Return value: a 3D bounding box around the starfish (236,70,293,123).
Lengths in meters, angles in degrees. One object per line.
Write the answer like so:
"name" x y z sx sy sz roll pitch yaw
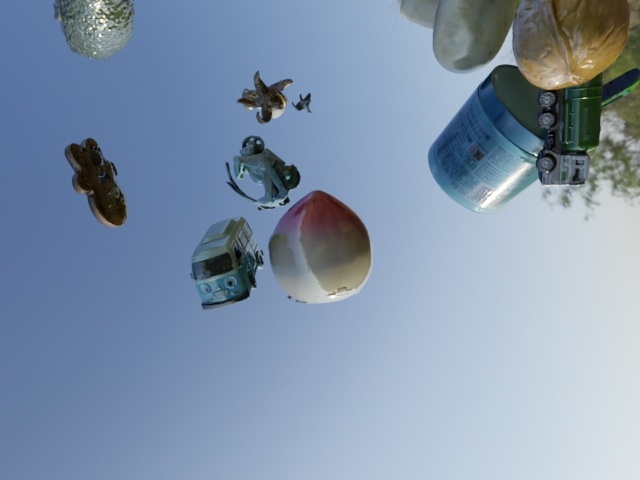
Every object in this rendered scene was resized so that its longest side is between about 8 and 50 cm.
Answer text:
"starfish" -0.176 -0.484 1.726 0.146 0.189 0.074 47 -162 -16

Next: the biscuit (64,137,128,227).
"biscuit" -0.560 -0.144 1.335 0.180 0.039 0.237 -74 -33 -65

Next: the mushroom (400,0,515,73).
"mushroom" 0.414 -0.689 1.613 0.336 0.315 0.314 33 -166 31

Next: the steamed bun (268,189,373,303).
"steamed bun" 0.000 0.000 1.424 0.309 0.309 0.310 36 -138 -41

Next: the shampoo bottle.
"shampoo bottle" 0.555 -0.301 1.624 0.330 0.343 0.332 15 -129 -19

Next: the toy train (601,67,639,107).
"toy train" 0.753 -0.381 1.393 0.042 0.209 0.044 4 -115 -40

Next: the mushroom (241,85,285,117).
"mushroom" -0.212 -0.538 1.991 0.225 0.093 0.116 -2 -89 -67

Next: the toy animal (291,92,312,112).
"toy animal" -0.036 -0.339 1.302 0.050 0.028 0.084 44 -136 6

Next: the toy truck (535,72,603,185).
"toy truck" 0.519 -0.237 1.097 0.101 0.124 0.243 -39 -52 -62

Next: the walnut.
"walnut" 0.440 -0.377 0.934 0.193 0.193 0.226 43 -124 -35

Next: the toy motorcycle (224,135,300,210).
"toy motorcycle" -0.205 -0.223 1.795 0.260 0.206 0.154 40 174 8

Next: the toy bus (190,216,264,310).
"toy bus" -0.243 0.048 1.355 0.271 0.132 0.165 -86 -22 -68

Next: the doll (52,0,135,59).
"doll" -0.639 -0.673 1.447 0.247 0.349 0.248 5 -104 -20
